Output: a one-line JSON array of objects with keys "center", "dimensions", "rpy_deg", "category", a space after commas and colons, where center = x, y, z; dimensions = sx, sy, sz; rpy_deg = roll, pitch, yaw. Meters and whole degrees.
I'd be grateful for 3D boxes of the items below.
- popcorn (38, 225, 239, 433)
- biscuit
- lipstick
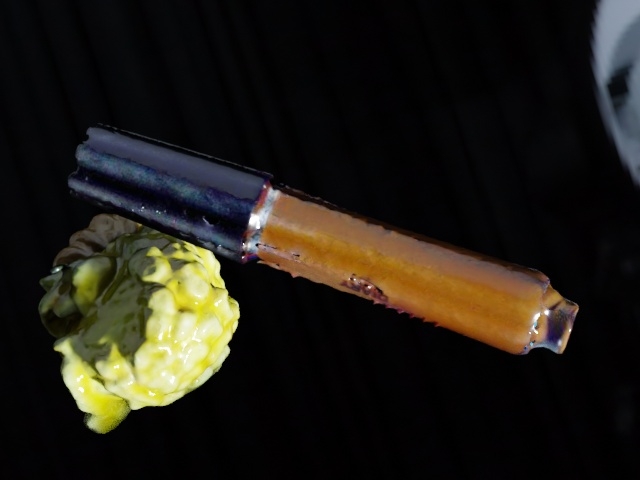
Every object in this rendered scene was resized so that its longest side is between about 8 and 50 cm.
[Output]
[{"center": [-0.178, 0.075, 1.712], "dimensions": [0.189, 0.169, 0.218], "rpy_deg": [-27, -162, 1], "category": "popcorn"}, {"center": [-0.208, 0.022, 1.847], "dimensions": [0.183, 0.118, 0.061], "rpy_deg": [-25, 168, -4], "category": "biscuit"}, {"center": [0.000, 0.000, 1.404], "dimensions": [0.418, 0.077, 0.077], "rpy_deg": [19, -171, 8], "category": "lipstick"}]
